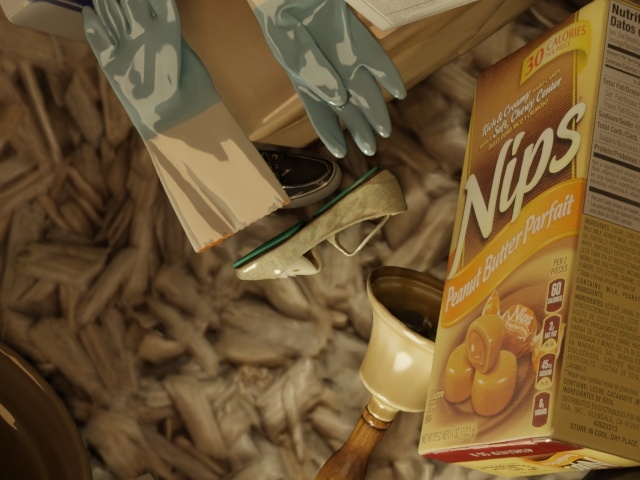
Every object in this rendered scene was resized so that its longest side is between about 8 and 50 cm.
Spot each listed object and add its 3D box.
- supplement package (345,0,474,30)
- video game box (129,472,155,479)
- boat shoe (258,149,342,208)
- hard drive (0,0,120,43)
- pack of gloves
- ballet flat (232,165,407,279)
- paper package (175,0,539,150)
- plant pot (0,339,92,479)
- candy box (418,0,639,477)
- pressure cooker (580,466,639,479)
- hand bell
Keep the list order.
[{"bbox_3d":[0.076,-0.273,0.814,0.198,0.262,0.199,-17,85,14],"label":"supplement package"},{"bbox_3d":[-0.184,0.347,1.199,0.205,0.048,0.187,-39,81,15],"label":"video game box"},{"bbox_3d":[-0.053,-0.057,1.141,0.142,0.040,0.049,-2,58,20],"label":"boat shoe"},{"bbox_3d":[-0.270,-0.319,1.128,0.040,0.210,0.319,-30,82,16],"label":"hard drive"},{"bbox_3d":[-0.057,-0.137,0.985,0.195,0.046,0.232,-28,85,6],"label":"pack of gloves"},{"bbox_3d":[0.000,0.000,1.127,0.168,0.057,0.052,-34,90,17],"label":"ballet flat"},{"bbox_3d":[-0.003,-0.280,1.063,0.309,0.168,0.325,-33,80,17],"label":"paper package"},{"bbox_3d":[-0.405,0.261,1.160,0.323,0.323,0.280,46,120,13],"label":"plant pot"},{"bbox_3d":[0.169,0.005,0.947,0.087,0.183,0.316,17,72,-20],"label":"candy box"},{"bbox_3d":[0.282,0.313,0.844,0.375,0.420,0.370,-14,86,18],"label":"pressure cooker"},{"bbox_3d":[0.043,0.155,1.102,0.126,0.126,0.242,34,112,15],"label":"hand bell"}]
